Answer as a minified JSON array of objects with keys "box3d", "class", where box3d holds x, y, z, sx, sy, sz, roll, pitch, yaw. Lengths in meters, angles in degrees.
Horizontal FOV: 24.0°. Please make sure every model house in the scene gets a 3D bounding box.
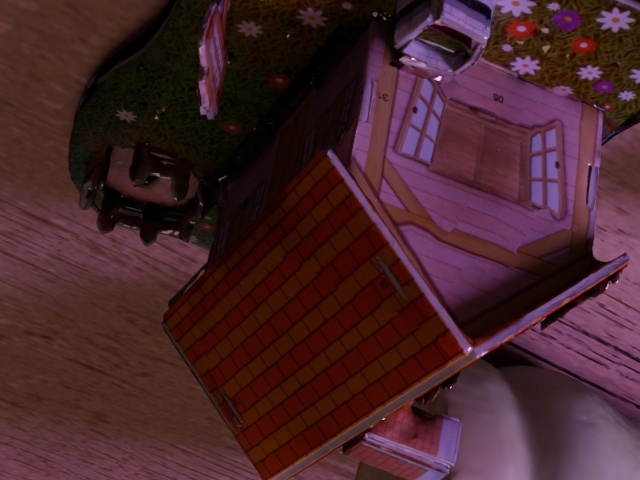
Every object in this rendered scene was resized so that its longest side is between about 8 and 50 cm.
[{"box3d":[0.000,0.001,0.635,0.207,0.154,0.294,19,150,-18],"class":"model house"}]

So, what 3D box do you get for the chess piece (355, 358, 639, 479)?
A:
[{"box3d":[0.242,0.206,0.862,0.442,0.234,0.234,11,150,-8],"class":"chess piece"}]
